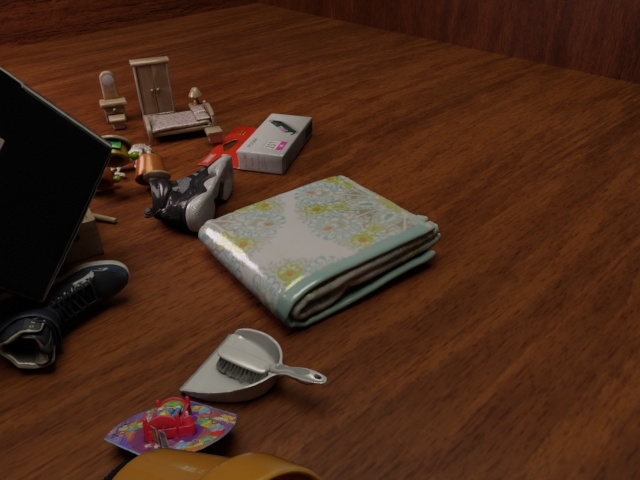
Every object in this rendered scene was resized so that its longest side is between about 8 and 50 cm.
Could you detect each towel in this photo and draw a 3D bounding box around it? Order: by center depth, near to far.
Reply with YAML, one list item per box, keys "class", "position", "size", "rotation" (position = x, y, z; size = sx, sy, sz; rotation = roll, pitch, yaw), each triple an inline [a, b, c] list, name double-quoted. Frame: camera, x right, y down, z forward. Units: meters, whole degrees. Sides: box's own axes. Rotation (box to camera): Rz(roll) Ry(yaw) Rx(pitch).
- class: "towel"
  position: [0.000, 0.000, 1.088]
  size: [0.375, 0.090, 0.321]
  rotation: [-23, 36, -29]

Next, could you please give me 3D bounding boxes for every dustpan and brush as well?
- class: "dustpan and brush"
  position: [-0.086, 0.189, 0.821]
  size: [0.211, 0.060, 0.147]
  rotation: [15, 36, 22]

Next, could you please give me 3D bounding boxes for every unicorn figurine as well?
- class: "unicorn figurine"
  position: [-0.487, -0.210, 1.434]
  size: [0.162, 0.060, 0.111]
  rotation: [-14, 36, -20]

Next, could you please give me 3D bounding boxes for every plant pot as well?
- class: "plant pot"
  position: [-0.119, 0.300, 0.555]
  size: [0.188, 0.205, 0.205]
  rotation: [5, 30, 39]

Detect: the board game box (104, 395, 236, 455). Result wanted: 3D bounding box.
- class: "board game box"
  position: [-0.194, 0.228, 0.725]
  size: [0.169, 0.033, 0.133]
  rotation: [1, 10, 41]

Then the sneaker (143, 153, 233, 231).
- class: "sneaker"
  position: [-0.295, -0.122, 1.258]
  size: [0.153, 0.101, 0.268]
  rotation: [7, 37, 7]

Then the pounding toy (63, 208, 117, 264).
- class: "pounding toy"
  position: [-0.521, -0.050, 1.162]
  size: [0.181, 0.094, 0.206]
  rotation: [-19, 38, -26]

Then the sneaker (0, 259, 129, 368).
- class: "sneaker"
  position: [-0.410, 0.118, 0.903]
  size: [0.226, 0.086, 0.163]
  rotation: [-22, 32, -19]

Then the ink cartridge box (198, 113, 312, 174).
- class: "ink cartridge box"
  position: [-0.171, -0.276, 1.531]
  size: [0.239, 0.060, 0.275]
  rotation: [9, 35, 12]

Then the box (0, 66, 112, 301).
- class: "box"
  position: [-0.682, -0.145, 0.825]
  size: [0.472, 0.480, 0.297]
  rotation: [9, 72, 32]

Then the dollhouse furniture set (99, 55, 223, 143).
- class: "dollhouse furniture set"
  position: [-0.475, -0.399, 1.611]
  size: [0.304, 0.173, 0.355]
  rotation: [-14, 34, -18]

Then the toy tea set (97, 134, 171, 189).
- class: "toy tea set"
  position: [-0.517, -0.141, 1.272]
  size: [0.337, 0.200, 0.124]
  rotation: [-8, 72, -9]

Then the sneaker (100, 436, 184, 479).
- class: "sneaker"
  position: [-0.219, 0.308, 0.657]
  size: [0.069, 0.082, 0.209]
  rotation: [-25, 3, 30]
